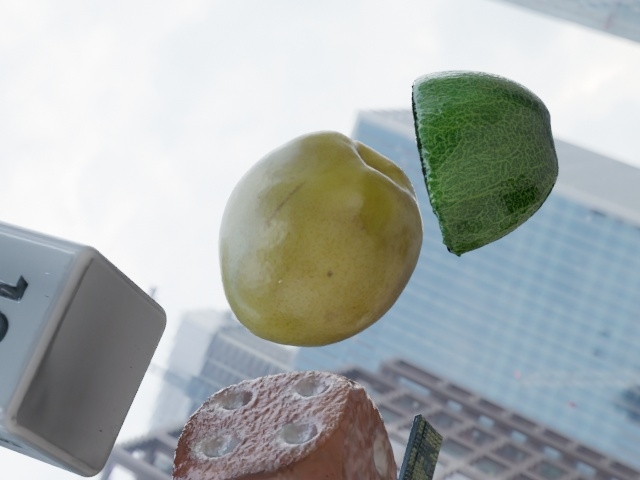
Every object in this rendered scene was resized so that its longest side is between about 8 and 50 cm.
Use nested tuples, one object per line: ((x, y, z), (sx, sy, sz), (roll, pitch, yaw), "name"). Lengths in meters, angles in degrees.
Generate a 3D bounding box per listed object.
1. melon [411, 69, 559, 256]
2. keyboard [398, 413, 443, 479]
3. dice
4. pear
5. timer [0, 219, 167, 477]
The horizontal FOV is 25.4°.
((0.211, -0.135, 1.813), (0.129, 0.169, 0.265), (58, -158, -58), "melon")
((0.129, 0.312, 1.896), (0.055, 0.014, 0.176), (46, -141, -22), "keyboard")
((-0.027, 0.235, 1.316), (0.179, 0.174, 0.175), (-69, -35, -66), "dice")
((0.000, 0.000, 2.047), (0.314, 0.314, 0.314), (-39, -38, -40), "pear")
((-0.300, 0.102, 1.414), (0.192, 0.195, 0.194), (-67, -28, -17), "timer")
